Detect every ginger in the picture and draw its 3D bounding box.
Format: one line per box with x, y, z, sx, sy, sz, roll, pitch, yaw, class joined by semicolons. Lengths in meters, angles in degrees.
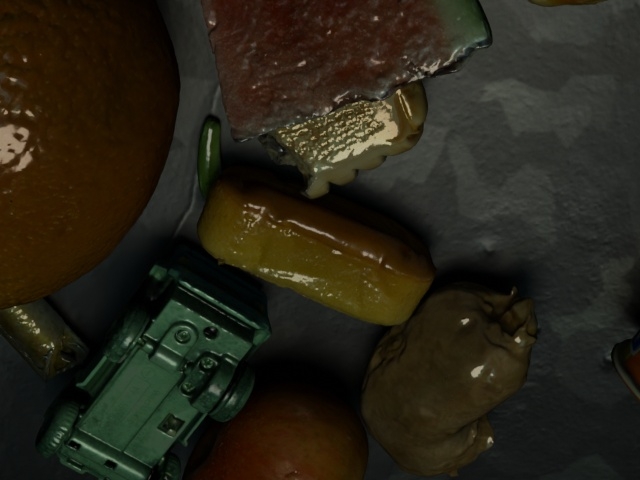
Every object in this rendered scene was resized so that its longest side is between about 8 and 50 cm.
0.130;0.140;1.405;0.152;0.138;0.267;10;134;-18;ginger

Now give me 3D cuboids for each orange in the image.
-0.284;-0.108;1.178;0.322;0.322;0.357;14;126;-5;orange

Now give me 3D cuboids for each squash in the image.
-0.112;-0.082;1.352;0.027;0.027;0.089;1;119;3;squash

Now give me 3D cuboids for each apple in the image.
-0.053;0.252;1.435;0.173;0.210;0.235;27;120;-3;apple

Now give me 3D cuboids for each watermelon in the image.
-0.006;-0.216;1.157;0.310;0.193;0.232;23;122;-1;watermelon

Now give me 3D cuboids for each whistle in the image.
-0.364;0.022;1.409;0.068;0.057;0.326;-28;115;18;whistle

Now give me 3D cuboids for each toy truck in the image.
-0.175;0.148;1.413;0.155;0.156;0.279;32;118;-14;toy truck

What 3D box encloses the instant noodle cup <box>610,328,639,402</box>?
0.456;0.097;1.288;0.296;0.296;0.214;24;109;-10;instant noodle cup

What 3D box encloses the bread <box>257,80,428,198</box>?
0.018;-0.116;1.285;0.177;0.084;0.119;-24;103;16;bread

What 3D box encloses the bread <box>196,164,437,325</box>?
0.000;0.000;1.347;0.245;0.102;0.094;23;116;-7;bread

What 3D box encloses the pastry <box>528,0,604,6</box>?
0.211;-0.361;0.973;0.388;0.312;0.389;-4;106;-15;pastry
